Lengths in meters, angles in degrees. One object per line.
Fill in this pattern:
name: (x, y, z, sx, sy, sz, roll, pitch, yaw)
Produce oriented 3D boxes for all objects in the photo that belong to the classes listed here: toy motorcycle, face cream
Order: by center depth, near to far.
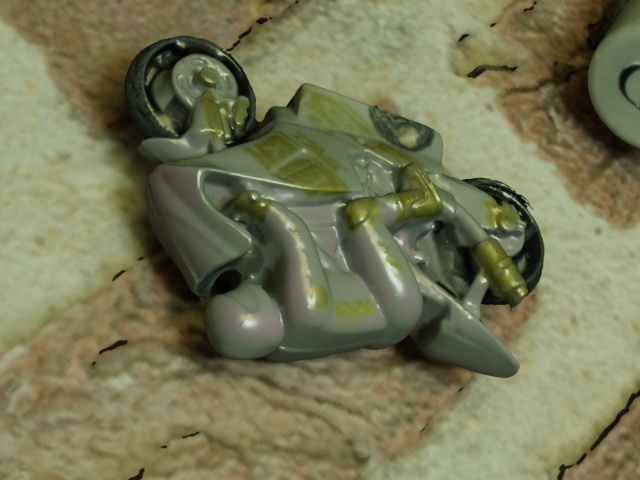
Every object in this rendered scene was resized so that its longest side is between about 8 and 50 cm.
toy motorcycle: (0.000, 0.000, 0.827, 0.225, 0.073, 0.152, 26, 55, -12)
face cream: (0.242, -0.155, 1.059, 0.143, 0.089, 0.314, 42, 40, -2)
